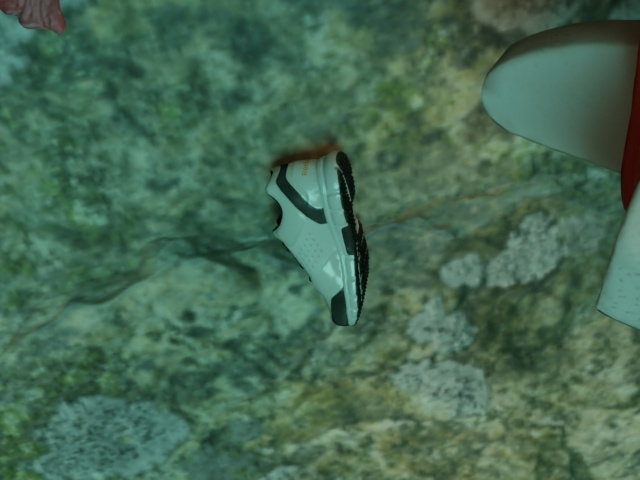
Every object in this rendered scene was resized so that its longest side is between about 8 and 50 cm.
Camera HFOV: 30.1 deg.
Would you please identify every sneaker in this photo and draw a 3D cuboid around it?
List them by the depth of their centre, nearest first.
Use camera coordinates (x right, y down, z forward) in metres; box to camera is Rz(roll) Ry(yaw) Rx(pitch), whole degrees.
[{"bbox_3d":[0.000,0.000,0.626,0.043,0.040,0.109,-4,125,12],"label":"sneaker"}]

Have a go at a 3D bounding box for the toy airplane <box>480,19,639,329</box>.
[{"bbox_3d":[0.145,-0.137,0.351,0.386,0.272,0.384,-25,94,32],"label":"toy airplane"}]

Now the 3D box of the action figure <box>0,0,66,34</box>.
[{"bbox_3d":[-0.193,-0.169,0.309,0.370,0.276,0.248,33,112,-26],"label":"action figure"}]
